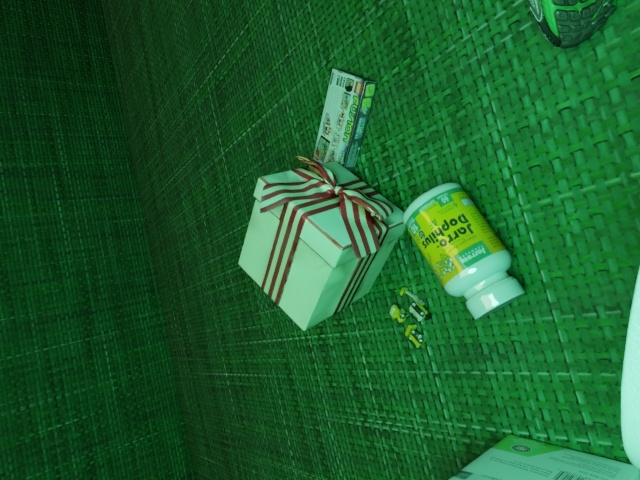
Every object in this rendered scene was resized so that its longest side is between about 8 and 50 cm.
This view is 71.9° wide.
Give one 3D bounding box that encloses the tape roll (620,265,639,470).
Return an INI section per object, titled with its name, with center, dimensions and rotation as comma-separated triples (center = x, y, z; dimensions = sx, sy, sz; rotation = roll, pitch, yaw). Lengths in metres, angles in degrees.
[tape roll]
center = 0.353, 0.017, 0.356
dimensions = 0.072, 0.392, 0.392
rotation = 16, 109, 49

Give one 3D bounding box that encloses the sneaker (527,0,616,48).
[sneaker]
center = 0.291, -0.420, 0.585
dimensions = 0.146, 0.134, 0.343
rotation = 161, 94, -77

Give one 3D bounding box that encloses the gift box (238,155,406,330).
[gift box]
center = 0.000, 0.000, 0.874
dimensions = 0.255, 0.276, 0.258
rotation = 37, 127, 21

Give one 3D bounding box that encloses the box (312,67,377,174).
[box]
center = 0.049, -0.256, 0.966
dimensions = 0.114, 0.036, 0.207
rotation = 39, 126, 40

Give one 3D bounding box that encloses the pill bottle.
[pill bottle]
center = 0.234, 0.018, 0.723
dimensions = 0.117, 0.117, 0.208
rotation = -50, 59, 44

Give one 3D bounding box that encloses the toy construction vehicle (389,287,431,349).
[toy construction vehicle]
center = 0.185, 0.154, 0.884
dimensions = 0.098, 0.035, 0.086
rotation = 49, 143, 38

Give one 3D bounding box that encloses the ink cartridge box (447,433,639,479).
[ink cartridge box]
center = 0.287, 0.392, 0.603
dimensions = 0.198, 0.273, 0.115
rotation = -9, 90, 52
